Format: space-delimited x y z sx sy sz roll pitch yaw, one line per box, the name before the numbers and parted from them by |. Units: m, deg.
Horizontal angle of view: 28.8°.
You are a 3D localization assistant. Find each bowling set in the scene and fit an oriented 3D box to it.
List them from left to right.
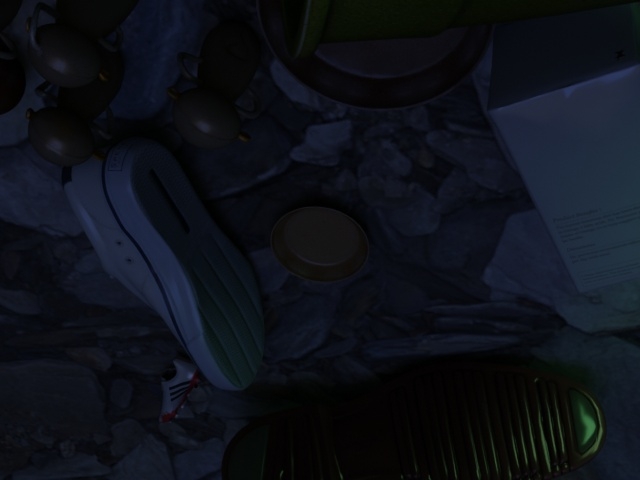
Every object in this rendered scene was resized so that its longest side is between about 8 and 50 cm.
bowling set | -0.198 -0.119 0.878 0.287 0.154 0.200 32 128 -17

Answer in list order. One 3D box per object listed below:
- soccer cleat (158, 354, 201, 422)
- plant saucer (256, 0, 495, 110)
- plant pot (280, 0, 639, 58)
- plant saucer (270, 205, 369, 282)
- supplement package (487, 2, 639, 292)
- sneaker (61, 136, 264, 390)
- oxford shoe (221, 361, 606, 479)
soccer cleat | -0.139 0.140 1.178 0.035 0.029 0.083 31 126 -5
plant saucer | 0.040 -0.168 0.877 0.168 0.029 0.168 5 130 6
plant pot | 0.163 -0.269 0.587 0.353 0.366 0.366 0 131 -5
plant saucer | 0.000 0.000 1.038 0.083 0.015 0.083 5 131 5
supplement package | 0.200 -0.069 0.883 0.105 0.105 0.179 -15 127 23
sneaker | -0.127 0.021 1.044 0.091 0.094 0.258 0 129 34
oxford shoe | 0.091 0.193 1.148 0.348 0.123 0.130 -9 155 16
